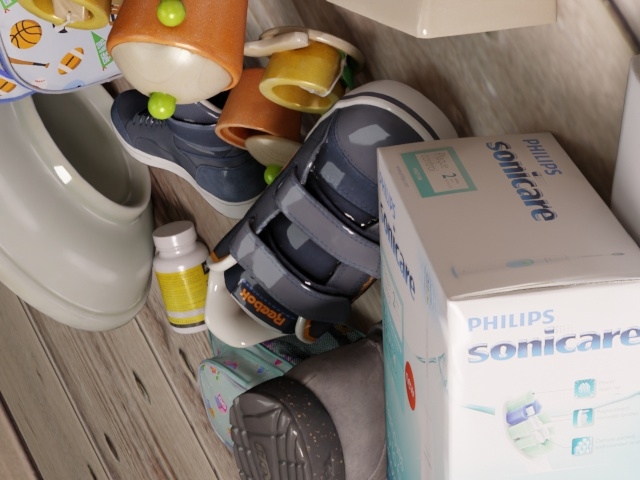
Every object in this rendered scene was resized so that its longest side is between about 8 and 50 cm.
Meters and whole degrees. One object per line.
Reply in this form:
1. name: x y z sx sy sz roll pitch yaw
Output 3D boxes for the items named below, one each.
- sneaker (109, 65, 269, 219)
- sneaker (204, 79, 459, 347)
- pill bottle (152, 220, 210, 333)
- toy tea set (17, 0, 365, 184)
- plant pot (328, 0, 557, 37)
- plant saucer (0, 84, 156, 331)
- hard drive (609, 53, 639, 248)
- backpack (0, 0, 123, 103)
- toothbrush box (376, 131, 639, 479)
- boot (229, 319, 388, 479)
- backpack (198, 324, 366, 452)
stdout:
1. sneaker: -0.137 -0.135 1.317 0.226 0.086 0.163 32 150 36
2. sneaker: 0.000 0.000 1.088 0.126 0.127 0.321 40 148 0
3. pill bottle: -0.151 0.040 1.539 0.065 0.065 0.116 22 131 57
4. toy tea set: -0.086 -0.116 1.059 0.200 0.336 0.124 3 74 37
5. plant pot: 0.077 -0.189 0.849 0.109 0.109 0.096 34 128 50
6. plant saucer: -0.285 -0.097 1.491 0.400 0.100 0.400 51 -161 -26
7. hard drive: 0.211 0.102 0.796 0.233 0.047 0.353 -103 8 -50
8. backpack: -0.283 -0.252 1.307 0.213 0.263 0.277 41 146 49
9. toothbrush box: 0.117 0.107 0.881 0.216 0.126 0.296 -107 13 -61
10. boot: 0.044 0.195 1.110 0.118 0.222 0.338 37 141 29
11. backpack: -0.034 0.137 1.305 0.188 0.144 0.166 43 152 46
